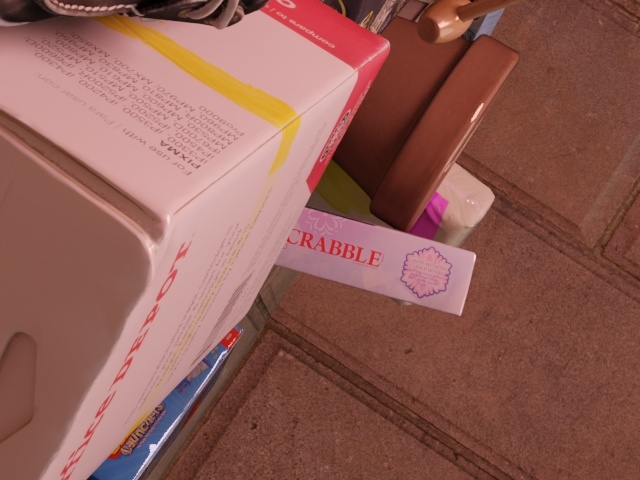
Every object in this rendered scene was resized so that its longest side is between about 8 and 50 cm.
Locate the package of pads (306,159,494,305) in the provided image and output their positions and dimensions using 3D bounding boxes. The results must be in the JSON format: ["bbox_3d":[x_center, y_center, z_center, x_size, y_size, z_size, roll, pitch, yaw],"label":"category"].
[{"bbox_3d":[0.071,-0.067,1.635,0.101,0.296,0.229,-44,170,-37],"label":"package of pads"}]

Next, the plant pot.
[{"bbox_3d":[0.080,-0.176,1.405,0.263,0.229,0.263,-55,175,-7],"label":"plant pot"}]

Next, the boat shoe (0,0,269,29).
[{"bbox_3d":[-0.067,-0.169,0.589,0.121,0.119,0.335,-59,175,32],"label":"boat shoe"}]

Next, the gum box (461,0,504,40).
[{"bbox_3d":[0.236,-0.418,1.835,0.041,0.157,0.184,-25,165,-17],"label":"gum box"}]

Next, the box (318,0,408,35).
[{"bbox_3d":[0.094,-0.361,1.110,0.318,0.097,0.395,-56,175,-32],"label":"box"}]

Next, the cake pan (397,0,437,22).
[{"bbox_3d":[0.097,-0.286,1.925,0.293,0.054,0.293,-56,175,-7],"label":"cake pan"}]

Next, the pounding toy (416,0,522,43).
[{"bbox_3d":[0.181,-0.290,0.979,0.154,0.155,0.269,-40,163,-53],"label":"pounding toy"}]

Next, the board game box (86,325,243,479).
[{"bbox_3d":[-0.258,0.273,1.773,0.302,0.086,0.308,-55,178,-26],"label":"board game box"}]

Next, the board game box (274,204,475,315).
[{"bbox_3d":[0.000,0.000,1.229,0.319,0.318,0.066,-3,109,-85],"label":"board game box"}]

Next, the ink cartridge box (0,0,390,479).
[{"bbox_3d":[-0.130,-0.012,0.750,0.279,0.160,0.384,-59,175,28],"label":"ink cartridge box"}]
